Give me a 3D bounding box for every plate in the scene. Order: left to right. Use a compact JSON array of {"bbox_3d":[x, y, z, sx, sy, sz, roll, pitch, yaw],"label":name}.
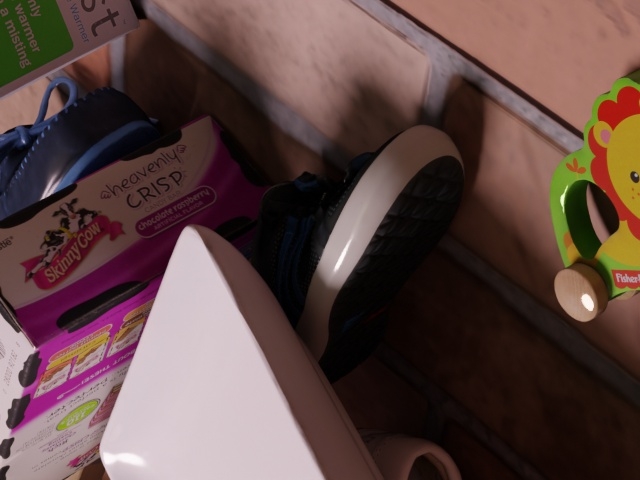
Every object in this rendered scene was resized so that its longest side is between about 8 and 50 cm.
[{"bbox_3d":[-0.014,0.161,0.836,0.277,0.045,0.278,61,154,20],"label":"plate"}]

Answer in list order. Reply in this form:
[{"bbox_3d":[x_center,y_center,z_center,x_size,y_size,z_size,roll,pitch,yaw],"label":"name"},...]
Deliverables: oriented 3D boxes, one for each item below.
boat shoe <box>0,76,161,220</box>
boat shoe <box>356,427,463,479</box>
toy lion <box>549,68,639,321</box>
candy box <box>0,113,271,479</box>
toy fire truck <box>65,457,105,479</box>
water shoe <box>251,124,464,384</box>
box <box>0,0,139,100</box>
[{"bbox_3d":[-0.166,-0.024,0.985,0.089,0.109,0.258,56,147,9],"label":"boat shoe"},{"bbox_3d":[0.077,0.224,0.867,0.096,0.098,0.277,-14,105,58],"label":"boat shoe"},{"bbox_3d":[0.124,-0.017,0.657,0.100,0.034,0.096,0,111,55],"label":"toy lion"},{"bbox_3d":[-0.125,0.049,0.938,0.071,0.159,0.233,50,148,15],"label":"candy box"},{"bbox_3d":[-0.219,0.224,1.241,0.246,0.217,0.158,-22,101,16],"label":"toy fire truck"},{"bbox_3d":[0.000,0.000,0.802,0.080,0.073,0.203,50,148,17],"label":"water shoe"},{"bbox_3d":[-0.251,-0.175,0.845,0.126,0.231,0.262,6,122,53],"label":"box"}]
